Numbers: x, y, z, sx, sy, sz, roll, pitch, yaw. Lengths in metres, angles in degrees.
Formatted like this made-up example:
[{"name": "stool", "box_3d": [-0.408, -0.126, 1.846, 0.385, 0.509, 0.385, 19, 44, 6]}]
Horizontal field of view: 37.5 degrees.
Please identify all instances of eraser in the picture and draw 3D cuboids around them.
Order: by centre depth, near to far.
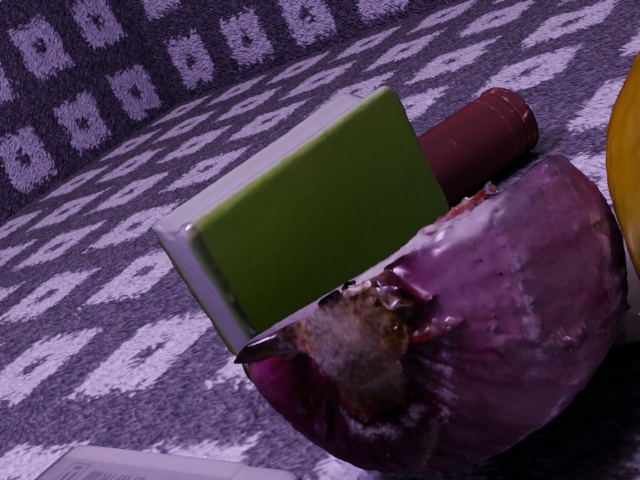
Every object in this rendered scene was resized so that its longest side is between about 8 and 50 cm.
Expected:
[{"name": "eraser", "box_3d": [-0.147, 0.217, 0.756, 0.352, 0.061, 0.089, -8, 26, 44]}, {"name": "eraser", "box_3d": [0.000, 0.000, 0.918, 0.274, 0.210, 0.092, -41, 24, -30]}]

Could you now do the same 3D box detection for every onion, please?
[{"name": "onion", "box_3d": [0.116, 0.055, 0.696, 0.267, 0.159, 0.349, -31, -1, 29]}]

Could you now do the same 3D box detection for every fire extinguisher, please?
[{"name": "fire extinguisher", "box_3d": [0.140, -0.079, 1.131, 0.269, 0.105, 0.105, -34, 19, -22]}]

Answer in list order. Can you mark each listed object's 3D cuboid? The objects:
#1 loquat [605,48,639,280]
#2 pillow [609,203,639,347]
[{"name": "loquat", "box_3d": [0.301, -0.046, 0.557, 0.276, 0.276, 0.284, -9, 28, 43]}, {"name": "pillow", "box_3d": [0.265, 0.015, 0.772, 0.131, 0.038, 0.232, -10, 27, 36]}]
